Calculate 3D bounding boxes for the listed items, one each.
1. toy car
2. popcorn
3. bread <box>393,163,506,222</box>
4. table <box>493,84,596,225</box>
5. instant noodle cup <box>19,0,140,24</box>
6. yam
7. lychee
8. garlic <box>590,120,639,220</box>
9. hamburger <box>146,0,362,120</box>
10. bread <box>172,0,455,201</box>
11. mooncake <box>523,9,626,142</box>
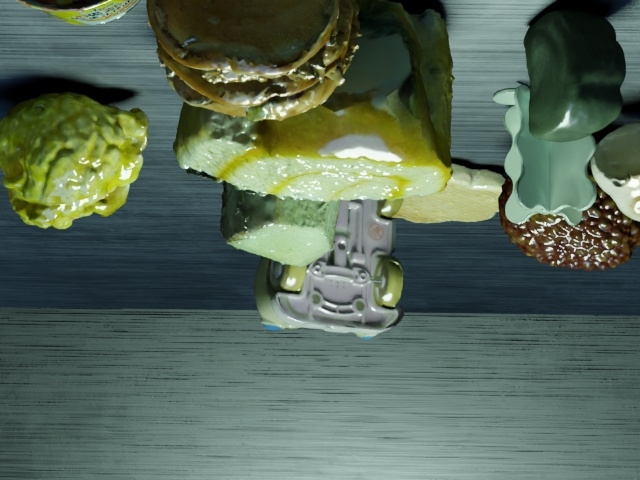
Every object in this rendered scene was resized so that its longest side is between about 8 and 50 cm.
[{"bbox_3d":[0.000,0.000,2.339,0.242,0.336,0.226,7,166,-25],"label":"toy car"},{"bbox_3d":[-0.384,-0.133,2.129,0.251,0.206,0.237,-16,150,-4],"label":"popcorn"},{"bbox_3d":[0.219,-0.089,2.548,0.316,0.054,0.316,2,165,0],"label":"bread"},{"bbox_3d":[0.350,-0.130,2.074,0.166,0.198,0.166,1,165,0],"label":"table"},{"bbox_3d":[-0.256,-0.316,1.400,0.205,0.205,0.153,1,174,-2],"label":"instant noodle cup"},{"bbox_3d":[-0.051,-0.107,2.064,0.202,0.271,0.201,14,161,-31],"label":"yam"},{"bbox_3d":[0.419,-0.063,2.264,0.271,0.236,0.236,36,-171,36],"label":"lychee"},{"bbox_3d":[0.580,-0.121,2.107,0.281,0.203,0.185,-22,124,25],"label":"garlic"},{"bbox_3d":[-0.066,-0.259,1.560,0.260,0.245,0.211,-38,161,-15],"label":"hamburger"},{"bbox_3d":[-0.021,-0.197,1.779,0.395,0.239,0.264,2,164,7],"label":"bread"},{"bbox_3d":[0.330,-0.216,1.797,0.104,0.175,0.168,1,-155,-26],"label":"mooncake"}]
